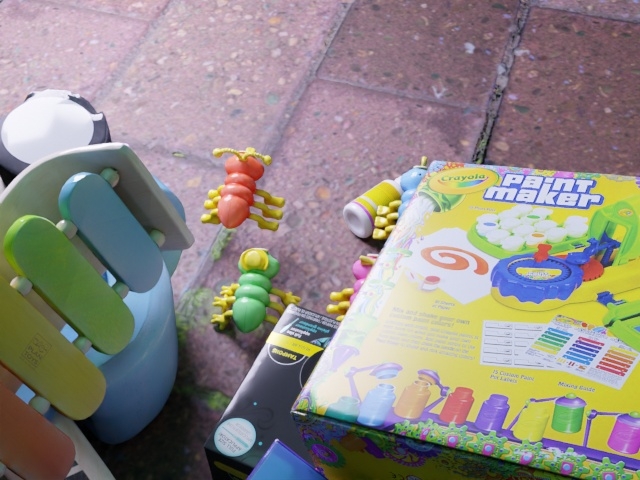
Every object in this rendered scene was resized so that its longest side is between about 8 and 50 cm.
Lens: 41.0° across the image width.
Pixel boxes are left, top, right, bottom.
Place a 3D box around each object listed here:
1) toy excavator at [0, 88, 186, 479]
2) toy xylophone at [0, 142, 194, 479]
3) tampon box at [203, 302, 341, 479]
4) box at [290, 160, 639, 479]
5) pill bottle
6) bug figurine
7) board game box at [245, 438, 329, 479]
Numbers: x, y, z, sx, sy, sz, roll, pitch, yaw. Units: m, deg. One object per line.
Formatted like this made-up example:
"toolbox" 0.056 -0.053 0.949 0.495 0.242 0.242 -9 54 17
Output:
"toy excavator" -0.227 0.145 0.726 0.445 0.222 0.433 40 61 19
"toy xylophone" -0.228 0.059 0.570 0.081 0.236 0.323 10 65 34
"tampon box" -0.009 0.161 0.758 0.120 0.101 0.161 18 52 16
"box" 0.183 0.100 0.642 0.289 0.177 0.279 8 48 30
"pill bottle" 0.069 -0.040 0.968 0.083 0.043 0.043 -34 57 -24
"bug figurine" 0.000 0.000 0.883 0.278 0.072 0.216 5 67 7
"board game box" -0.042 0.341 0.543 0.233 0.078 0.347 36 67 7
